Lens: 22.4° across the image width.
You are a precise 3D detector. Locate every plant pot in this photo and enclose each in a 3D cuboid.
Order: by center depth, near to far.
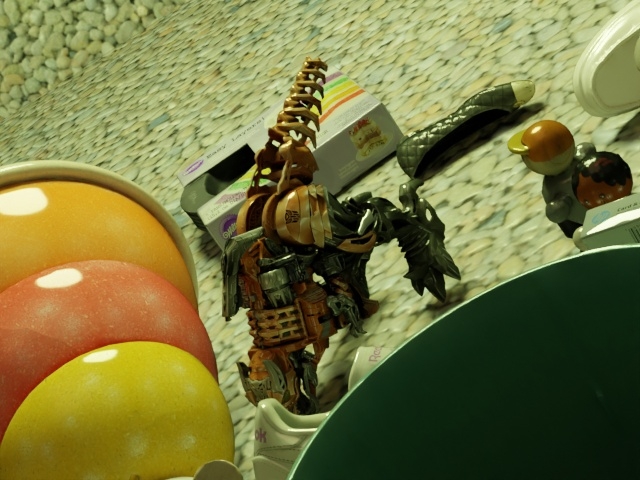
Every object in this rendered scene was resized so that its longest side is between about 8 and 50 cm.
[{"bbox_3d":[0.155,0.184,0.881,0.293,0.235,0.293,-28,22,13],"label":"plant pot"}]

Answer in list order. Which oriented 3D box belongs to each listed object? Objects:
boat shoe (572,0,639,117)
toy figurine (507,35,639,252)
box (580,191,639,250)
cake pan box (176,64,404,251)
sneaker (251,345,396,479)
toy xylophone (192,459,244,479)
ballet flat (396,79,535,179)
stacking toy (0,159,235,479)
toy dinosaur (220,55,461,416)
[{"bbox_3d":[0.375,-0.207,1.571,0.277,0.098,0.096,-33,21,0],"label":"boat shoe"},{"bbox_3d":[0.283,-0.074,1.356,0.209,0.148,0.213,-33,22,2],"label":"toy figurine"},{"bbox_3d":[0.280,0.038,1.073,0.145,0.186,0.038,-21,25,30],"label":"box"},{"bbox_3d":[-0.046,-0.096,1.985,0.267,0.070,0.246,-35,20,0],"label":"cake pan box"},{"bbox_3d":[0.096,0.137,1.119,0.305,0.152,0.114,-13,2,5],"label":"sneaker"},{"bbox_3d":[-0.047,0.265,0.911,0.081,0.323,0.236,-15,63,-2],"label":"toy xylophone"},{"bbox_3d":[0.163,-0.123,1.786,0.173,0.057,0.049,-30,62,12],"label":"ballet flat"},{"bbox_3d":[-0.192,0.165,1.409,0.350,0.351,0.480,-38,37,-8],"label":"stacking toy"},{"bbox_3d":[0.000,0.000,1.491,0.164,0.218,0.322,23,101,48],"label":"toy dinosaur"}]
